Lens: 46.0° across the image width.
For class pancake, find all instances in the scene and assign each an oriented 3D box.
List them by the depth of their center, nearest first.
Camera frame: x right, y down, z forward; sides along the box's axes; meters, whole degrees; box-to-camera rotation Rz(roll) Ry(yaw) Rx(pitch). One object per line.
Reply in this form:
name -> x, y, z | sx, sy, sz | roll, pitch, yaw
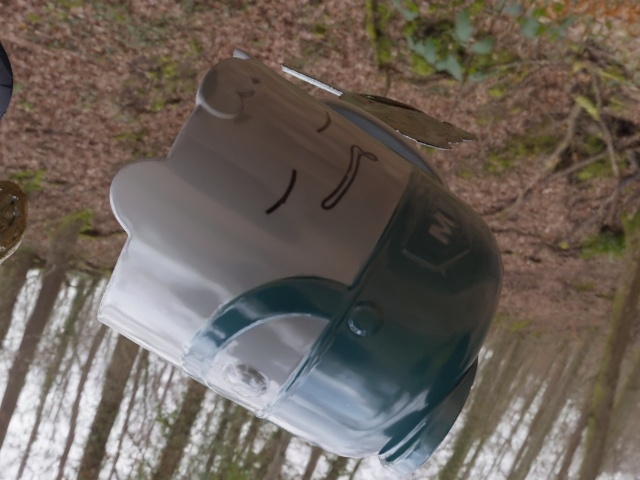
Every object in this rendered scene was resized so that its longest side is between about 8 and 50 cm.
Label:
pancake -> -0.382, -0.010, 0.849 | 0.139, 0.139, 0.022 | 34, 166, 37

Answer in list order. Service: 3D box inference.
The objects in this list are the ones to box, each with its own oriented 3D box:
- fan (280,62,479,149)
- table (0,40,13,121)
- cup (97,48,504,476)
fan -> 0.050, -0.142, 0.779 | 0.226, 0.008, 0.152 | 27, -157, 21
table -> -0.282, -0.114, 0.509 | 0.133, 0.133, 0.043 | 8, -144, -46
cup -> 0.000, 0.000, 0.574 | 0.257, 0.219, 0.290 | 33, -135, -3
